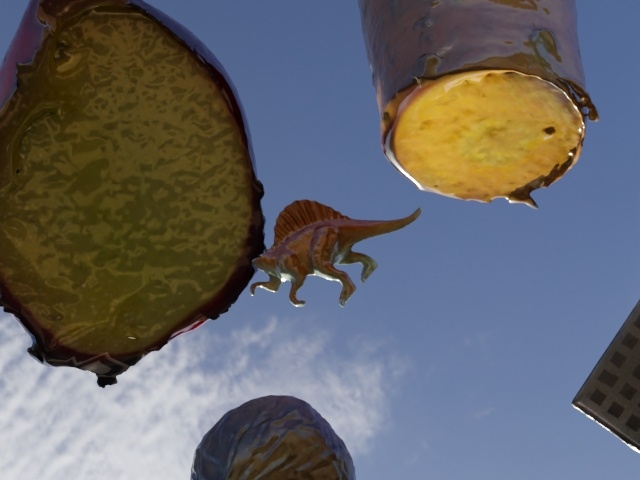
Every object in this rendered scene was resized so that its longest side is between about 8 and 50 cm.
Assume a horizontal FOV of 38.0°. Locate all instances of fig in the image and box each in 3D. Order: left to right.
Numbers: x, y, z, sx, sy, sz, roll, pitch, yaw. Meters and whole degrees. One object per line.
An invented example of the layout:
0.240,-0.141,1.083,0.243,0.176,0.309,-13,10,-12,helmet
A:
-0.127,0.395,1.442,0.369,0.286,0.286,1,-68,-54,fig

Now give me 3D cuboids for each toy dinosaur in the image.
-0.001,0.001,1.068,0.142,0.057,0.212,42,-111,5,toy dinosaur

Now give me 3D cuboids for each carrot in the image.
0.148,-0.218,0.944,0.224,0.340,0.224,2,-36,2,carrot

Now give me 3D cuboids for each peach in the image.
-0.194,-0.073,0.854,0.258,0.201,0.361,-15,-65,-12,peach

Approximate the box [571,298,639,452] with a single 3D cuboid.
0.408,0.167,0.817,0.180,0.325,0.047,-59,-28,8,box
